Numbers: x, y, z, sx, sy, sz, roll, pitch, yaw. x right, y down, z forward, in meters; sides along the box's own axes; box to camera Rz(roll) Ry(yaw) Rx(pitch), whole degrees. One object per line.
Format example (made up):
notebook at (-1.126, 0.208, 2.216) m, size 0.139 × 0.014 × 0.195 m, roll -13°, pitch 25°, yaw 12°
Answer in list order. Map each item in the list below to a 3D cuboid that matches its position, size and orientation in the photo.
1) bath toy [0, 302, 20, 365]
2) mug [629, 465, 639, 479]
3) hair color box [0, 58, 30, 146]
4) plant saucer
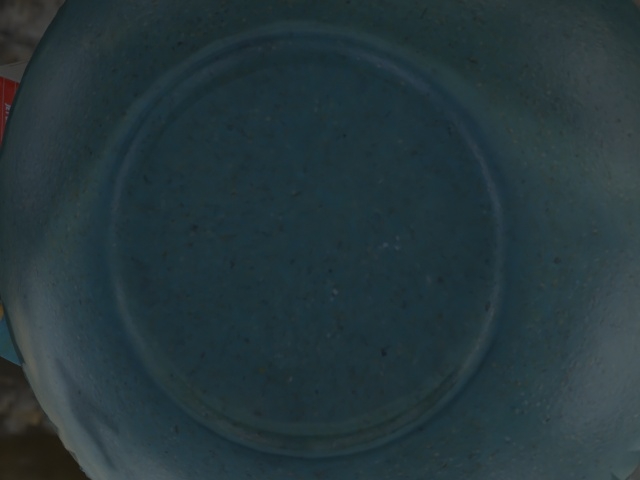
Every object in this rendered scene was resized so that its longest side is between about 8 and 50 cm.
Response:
bath toy at (-0.113, -0.053, 1.343) m, size 0.151 × 0.348 × 0.129 m, roll 34°, pitch 176°, yaw 25°
mug at (0.103, 0.250, 0.631) m, size 0.374 × 0.328 × 0.276 m, roll 6°, pitch 141°, yaw -15°
hair color box at (-0.051, -0.037, 0.790) m, size 0.167 × 0.053 × 0.093 m, roll 20°, pitch -153°, yaw 35°
plant saucer at (0.000, 0.000, 0.472) m, size 0.195 × 0.195 × 0.037 m, roll -2°, pitch -176°, yaw 14°
